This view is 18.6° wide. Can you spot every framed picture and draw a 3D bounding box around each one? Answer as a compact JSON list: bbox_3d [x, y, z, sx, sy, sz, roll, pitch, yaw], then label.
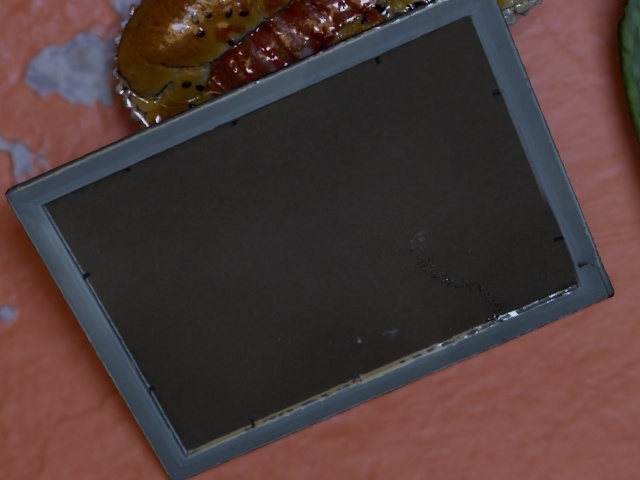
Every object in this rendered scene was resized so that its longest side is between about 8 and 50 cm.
[{"bbox_3d":[0.000,0.000,1.126,0.293,0.018,0.231,-23,121,4],"label":"framed picture"}]

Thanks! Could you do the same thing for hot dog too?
[{"bbox_3d":[0.006,-0.138,1.115,0.268,0.075,0.144,-31,100,8],"label":"hot dog"}]

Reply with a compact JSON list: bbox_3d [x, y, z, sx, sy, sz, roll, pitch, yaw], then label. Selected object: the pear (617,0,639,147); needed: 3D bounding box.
[{"bbox_3d":[0.327,-0.076,1.065,0.292,0.292,0.159,-9,136,2],"label":"pear"}]
